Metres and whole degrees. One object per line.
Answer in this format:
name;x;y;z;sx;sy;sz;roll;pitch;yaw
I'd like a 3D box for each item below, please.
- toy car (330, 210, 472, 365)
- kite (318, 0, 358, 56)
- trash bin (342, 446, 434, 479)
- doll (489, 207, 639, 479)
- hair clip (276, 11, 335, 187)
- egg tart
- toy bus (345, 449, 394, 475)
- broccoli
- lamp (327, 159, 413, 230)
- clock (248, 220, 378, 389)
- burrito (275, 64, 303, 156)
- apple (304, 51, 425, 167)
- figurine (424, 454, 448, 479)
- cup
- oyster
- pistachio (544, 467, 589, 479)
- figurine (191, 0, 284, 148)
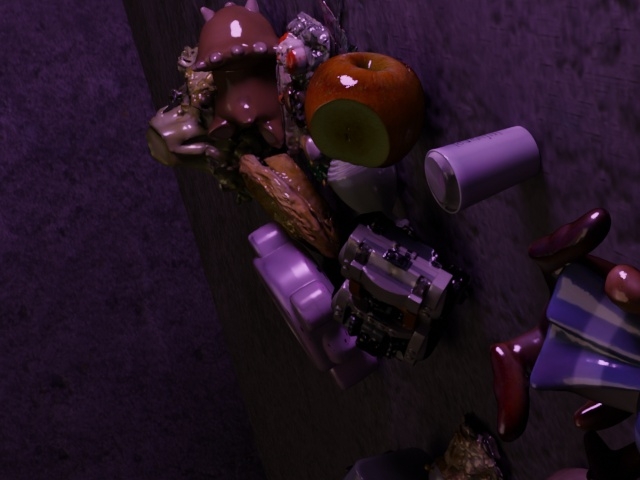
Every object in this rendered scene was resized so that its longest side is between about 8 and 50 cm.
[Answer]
toy car;0.108;0.090;1.338;0.193;0.118;0.301;30;149;12
kite;0.026;-0.332;1.379;0.139;0.011;0.156;58;161;28
trash bin;0.078;0.554;1.649;0.158;0.223;0.343;45;120;36
doll;0.291;0.162;0.760;0.340;0.209;0.317;48;157;46
hair clip;-0.020;-0.217;1.504;0.138;0.091;0.321;-132;25;-54
egg tart;-0.042;-0.068;1.699;0.279;0.095;0.279;45;173;7
toy bus;0.167;0.586;1.836;0.302;0.128;0.147;60;167;25
broccoli;-0.202;-0.241;1.880;0.324;0.272;0.334;25;143;8
lamp;0.082;-0.066;1.372;0.193;0.106;0.106;64;165;-12
clock;-0.022;0.124;1.761;0.295;0.113;0.322;53;173;35
burrito;-0.043;-0.245;1.611;0.229;0.063;0.058;86;176;-48
apple;0.061;-0.167;1.186;0.146;0.163;0.147;20;120;20
figurine;0.233;0.432;1.550;0.143;0.068;0.101;61;-179;-43
cup;0.173;-0.085;1.008;0.104;0.116;0.074;34;142;62
oyster;0.245;0.380;1.418;0.191;0.081;0.163;59;157;21
pistachio;0.309;0.349;1.065;0.238;0.153;0.137;-7;-94;-79
figurine;-0.144;-0.312;1.623;0.173;0.177;0.247;57;-139;-82
